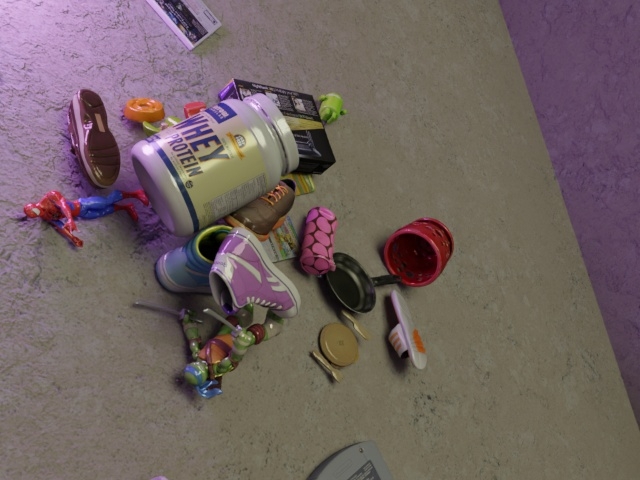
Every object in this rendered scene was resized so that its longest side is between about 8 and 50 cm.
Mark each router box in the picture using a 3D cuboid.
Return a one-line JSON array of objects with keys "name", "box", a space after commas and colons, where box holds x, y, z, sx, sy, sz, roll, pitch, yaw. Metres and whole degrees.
[{"name": "router box", "box": [-0.121, -0.323, 2.169, 0.308, 0.081, 0.243, 3, 61, -43]}]

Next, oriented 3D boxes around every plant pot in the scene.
[{"name": "plant pot", "box": [0.318, 0.028, 2.350, 0.191, 0.191, 0.174, 59, 38, -2]}]

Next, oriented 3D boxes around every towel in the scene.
[{"name": "towel", "box": [-0.108, -0.170, 2.159, 0.237, 0.021, 0.102, -18, 80, -48]}]

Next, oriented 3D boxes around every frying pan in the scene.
[{"name": "frying pan", "box": [0.110, 0.104, 2.197, 0.197, 0.053, 0.326, 54, 33, 1]}]

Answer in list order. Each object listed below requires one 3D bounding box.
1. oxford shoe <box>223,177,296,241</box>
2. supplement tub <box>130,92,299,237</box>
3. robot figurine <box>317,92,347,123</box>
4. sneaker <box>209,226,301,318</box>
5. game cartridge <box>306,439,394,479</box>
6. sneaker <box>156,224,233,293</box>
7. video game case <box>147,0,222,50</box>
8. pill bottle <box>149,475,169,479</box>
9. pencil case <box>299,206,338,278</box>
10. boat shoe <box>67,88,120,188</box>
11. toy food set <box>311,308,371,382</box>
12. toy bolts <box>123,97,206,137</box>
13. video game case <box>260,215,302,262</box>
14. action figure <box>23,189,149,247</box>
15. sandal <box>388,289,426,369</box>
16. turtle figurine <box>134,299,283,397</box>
[{"name": "oxford shoe", "box": [-0.146, -0.094, 1.893, 0.130, 0.133, 0.364, 35, 16, 1]}, {"name": "supplement tub", "box": [-0.237, -0.177, 1.713, 0.324, 0.235, 0.235, -30, 91, -18]}, {"name": "robot figurine", "box": [0.034, -0.428, 2.415, 0.101, 0.067, 0.115, 30, 48, -15]}, {"name": "sneaker", "box": [-0.154, 0.120, 1.656, 0.282, 0.102, 0.161, 53, 48, -37]}, {"name": "game cartridge", "box": [0.069, 0.625, 1.859, 0.294, 0.060, 0.196, -24, 89, -49]}, {"name": "sneaker", "box": [-0.206, 0.047, 1.792, 0.319, 0.208, 0.127, -3, 68, -46]}, {"name": "video game case", "box": [-0.389, -0.654, 2.153, 0.190, 0.022, 0.173, 49, 42, -15]}, {"name": "pill bottle", "box": [-0.274, 0.573, 1.491, 0.208, 0.117, 0.118, 44, 43, -17]}, {"name": "pencil case", "box": [0.000, 0.000, 2.101, 0.098, 0.095, 0.209, 4, 48, 3]}, {"name": "boat shoe", "box": [-0.522, -0.216, 1.710, 0.095, 0.095, 0.258, 14, 50, -45]}, {"name": "toy food set", "box": [0.049, 0.288, 2.051, 0.132, 0.038, 0.192, 46, 47, -5]}, {"name": "toy bolts", "box": [-0.372, -0.254, 1.895, 0.228, 0.159, 0.218, -19, 42, -39]}, {"name": "video game case", "box": [-0.124, -0.001, 2.051, 0.166, 0.015, 0.119, -13, 77, -48]}, {"name": "action figure", "box": [-0.497, -0.044, 1.631, 0.280, 0.091, 0.139, -3, 54, -46]}, {"name": "sandal", "box": [0.239, 0.273, 2.223, 0.102, 0.076, 0.265, 36, 30, -47]}, {"name": "turtle figurine", "box": [-0.219, 0.190, 1.709, 0.266, 0.197, 0.275, -30, 94, -52]}]
